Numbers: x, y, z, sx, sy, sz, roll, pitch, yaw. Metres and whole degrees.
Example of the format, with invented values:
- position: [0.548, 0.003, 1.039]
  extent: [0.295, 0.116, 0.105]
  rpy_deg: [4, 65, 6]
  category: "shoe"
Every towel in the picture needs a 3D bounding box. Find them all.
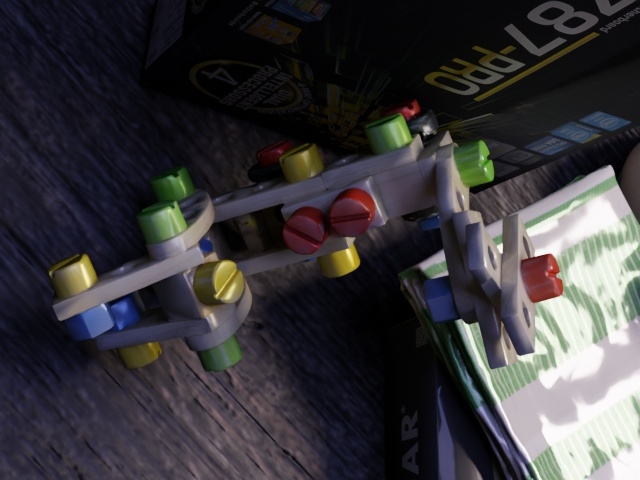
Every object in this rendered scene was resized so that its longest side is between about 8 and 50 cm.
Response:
- position: [0.225, 0.121, 0.939]
  extent: [0.248, 0.038, 0.324]
  rpy_deg: [-26, 86, -33]
  category: "towel"

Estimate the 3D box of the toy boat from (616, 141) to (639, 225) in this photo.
- position: [0.378, -0.088, 1.141]
  extent: [0.268, 0.148, 0.318]
  rpy_deg: [-4, 83, -24]
  category: "toy boat"

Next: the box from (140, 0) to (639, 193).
- position: [0.086, -0.157, 0.843]
  extent: [0.318, 0.395, 0.097]
  rpy_deg: [15, 72, -24]
  category: "box"

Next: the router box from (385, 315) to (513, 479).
- position: [0.175, 0.222, 0.949]
  extent: [0.243, 0.081, 0.308]
  rpy_deg: [9, 69, -25]
  category: "router box"

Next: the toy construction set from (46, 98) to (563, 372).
- position: [0.000, 0.000, 0.821]
  extent: [0.215, 0.328, 0.151]
  rpy_deg: [-55, 141, -64]
  category: "toy construction set"
